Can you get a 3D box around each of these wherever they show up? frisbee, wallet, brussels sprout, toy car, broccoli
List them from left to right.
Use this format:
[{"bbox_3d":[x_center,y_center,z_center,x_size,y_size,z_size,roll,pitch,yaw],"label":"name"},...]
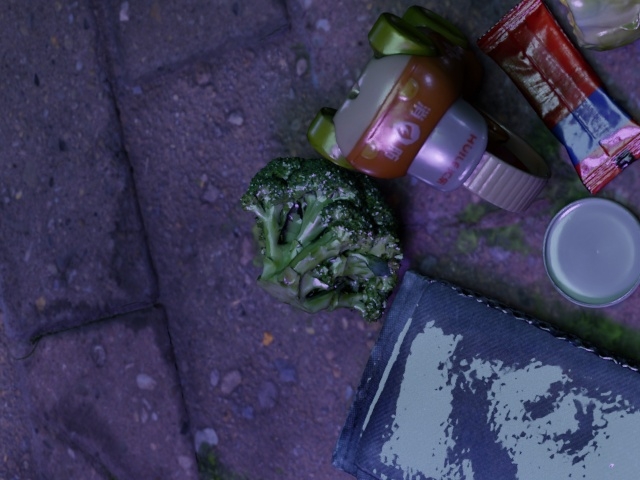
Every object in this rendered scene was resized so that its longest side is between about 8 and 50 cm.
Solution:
[{"bbox_3d":[0.000,0.000,1.509,0.195,0.195,0.156,18,67,27],"label":"broccoli"},{"bbox_3d":[0.124,-0.108,1.408,0.235,0.235,0.145,41,111,21],"label":"toy car"},{"bbox_3d":[0.195,0.194,1.455,0.342,0.075,0.237,23,97,28],"label":"wallet"},{"bbox_3d":[0.272,0.012,1.434,0.110,0.014,0.110,1,93,30],"label":"frisbee"},{"bbox_3d":[0.275,-0.260,1.351,0.122,0.149,0.151,-22,121,13],"label":"brussels sprout"}]

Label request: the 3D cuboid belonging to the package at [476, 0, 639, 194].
[{"bbox_3d":[0.242,-0.148,1.439,0.083,0.022,0.200,-42,74,25],"label":"package"}]
